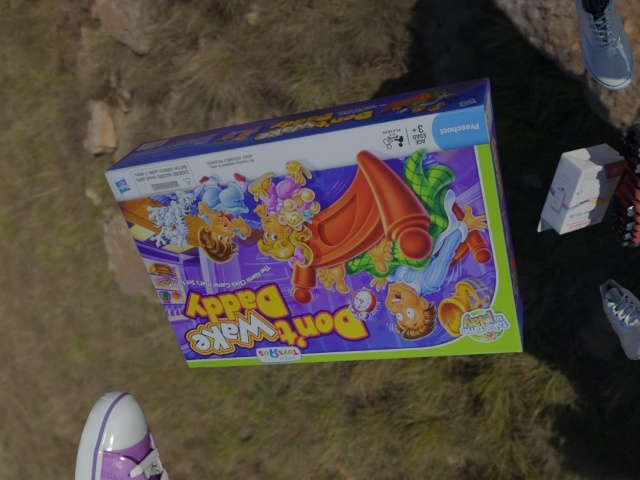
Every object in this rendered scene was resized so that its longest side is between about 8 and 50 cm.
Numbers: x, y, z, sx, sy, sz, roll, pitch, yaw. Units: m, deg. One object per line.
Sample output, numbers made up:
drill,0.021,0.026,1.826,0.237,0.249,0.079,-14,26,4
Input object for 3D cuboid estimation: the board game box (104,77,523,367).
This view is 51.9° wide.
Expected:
board game box,0.000,0.000,0.625,0.346,0.078,0.233,-7,117,20

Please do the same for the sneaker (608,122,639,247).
sneaker,0.619,-0.098,1.213,0.098,0.135,0.276,-101,0,-49

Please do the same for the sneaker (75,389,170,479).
sneaker,-0.159,0.295,0.692,0.160,0.102,0.282,-1,98,13

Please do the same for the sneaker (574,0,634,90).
sneaker,0.562,-0.428,1.328,0.094,0.091,0.258,-19,80,26

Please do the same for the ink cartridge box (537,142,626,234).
ink cartridge box,0.523,-0.087,1.327,0.067,0.115,0.198,-123,27,-42

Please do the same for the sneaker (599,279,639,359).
sneaker,0.725,0.184,1.554,0.111,0.297,0.129,-36,96,11
